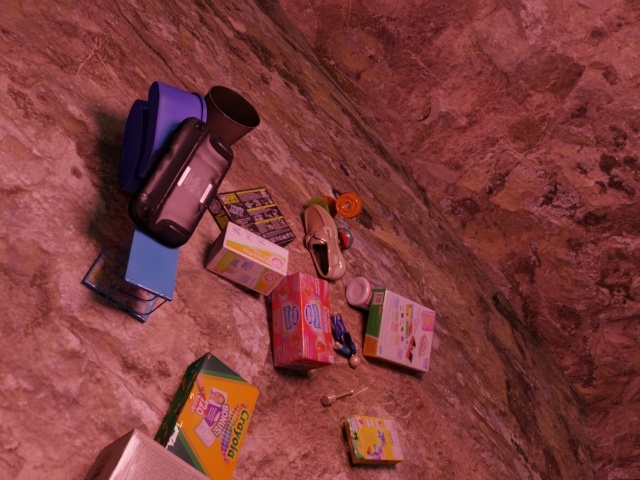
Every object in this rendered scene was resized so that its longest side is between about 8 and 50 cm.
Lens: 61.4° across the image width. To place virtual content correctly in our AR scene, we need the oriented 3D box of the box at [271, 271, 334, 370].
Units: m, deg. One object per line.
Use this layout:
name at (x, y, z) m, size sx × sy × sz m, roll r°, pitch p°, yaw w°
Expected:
box at (-0.054, 0.236, 1.556) m, size 0.128 × 0.122 × 0.257 m, roll 23°, pitch 53°, yaw -43°

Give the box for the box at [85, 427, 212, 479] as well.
box at (-0.279, 0.504, 0.993) m, size 0.311 × 0.121 × 0.148 m, roll 44°, pitch 31°, yaw -17°

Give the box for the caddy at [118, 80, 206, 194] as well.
caddy at (-0.407, -0.252, 1.450) m, size 0.179 × 0.241 × 0.341 m, roll 16°, pitch 66°, yaw -38°

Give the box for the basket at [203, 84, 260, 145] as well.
basket at (-0.335, -0.351, 1.696) m, size 0.204 × 0.227 × 0.154 m, roll 5°, pitch 55°, yaw -52°

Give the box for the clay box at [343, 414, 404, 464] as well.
clay box at (0.150, 0.591, 1.594) m, size 0.222 × 0.053 × 0.127 m, roll 23°, pitch 42°, yaw -41°

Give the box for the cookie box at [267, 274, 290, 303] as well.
cookie box at (-0.122, 0.151, 1.671) m, size 0.107 × 0.040 × 0.092 m, roll 14°, pitch 49°, yaw -48°

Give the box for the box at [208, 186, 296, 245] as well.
box at (-0.216, -0.061, 1.738) m, size 0.216 × 0.060 × 0.270 m, roll 57°, pitch 29°, yaw 7°

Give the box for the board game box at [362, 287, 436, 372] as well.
board game box at (0.294, 0.333, 1.958) m, size 0.316 × 0.064 × 0.242 m, roll 27°, pitch 67°, yaw -40°

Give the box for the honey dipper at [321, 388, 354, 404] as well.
honey dipper at (0.059, 0.465, 1.618) m, size 0.160 × 0.030 × 0.030 m, roll 6°, pitch 54°, yaw -55°

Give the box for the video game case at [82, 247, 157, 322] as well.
video game case at (-0.457, 0.104, 1.261) m, size 0.166 × 0.015 × 0.119 m, roll 41°, pitch 32°, yaw -23°

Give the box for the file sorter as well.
file sorter at (-0.409, 0.069, 1.242) m, size 0.118 × 0.104 × 0.170 m, roll 31°, pitch 37°, yaw -35°

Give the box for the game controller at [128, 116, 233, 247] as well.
game controller at (-0.326, -0.144, 1.303) m, size 0.166 × 0.067 × 0.319 m, roll 45°, pitch 57°, yaw -38°

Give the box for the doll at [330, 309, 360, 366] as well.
doll at (0.079, 0.327, 1.773) m, size 0.129 × 0.046 × 0.189 m, roll 1°, pitch 65°, yaw -66°

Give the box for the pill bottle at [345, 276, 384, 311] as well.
pill bottle at (0.189, 0.211, 1.993) m, size 0.180 × 0.108 × 0.108 m, roll 28°, pitch 39°, yaw -40°

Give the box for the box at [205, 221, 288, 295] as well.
box at (-0.205, 0.055, 1.541) m, size 0.203 × 0.114 × 0.103 m, roll 28°, pitch 38°, yaw -22°

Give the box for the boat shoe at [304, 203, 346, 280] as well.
boat shoe at (0.000, 0.000, 1.945) m, size 0.098 × 0.109 × 0.302 m, roll 10°, pitch 57°, yaw -53°

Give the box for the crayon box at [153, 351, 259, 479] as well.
crayon box at (-0.251, 0.404, 1.179) m, size 0.165 × 0.081 × 0.278 m, roll 43°, pitch 31°, yaw -18°

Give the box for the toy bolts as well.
toy bolts at (0.088, -0.079, 2.081) m, size 0.158 × 0.218 × 0.228 m, roll -22°, pitch 96°, yaw -66°
